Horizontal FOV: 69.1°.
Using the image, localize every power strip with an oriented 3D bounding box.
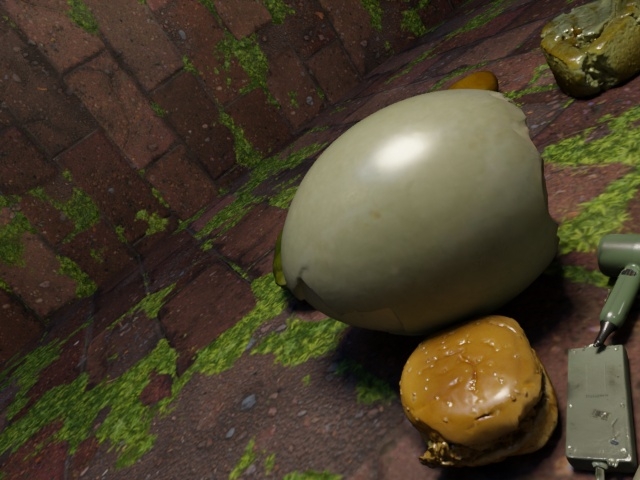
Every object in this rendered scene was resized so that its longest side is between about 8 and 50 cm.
[{"bbox_3d":[0.236,0.144,0.395,0.050,0.019,0.136,-16,28,37],"label":"power strip"}]

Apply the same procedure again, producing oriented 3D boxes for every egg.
[{"bbox_3d":[0.108,-0.020,0.576,0.336,0.278,0.278,-25,24,21],"label":"egg"}]

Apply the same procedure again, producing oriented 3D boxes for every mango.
[{"bbox_3d":[0.371,-0.357,1.144,0.136,0.099,0.227,-25,14,43],"label":"mango"}]

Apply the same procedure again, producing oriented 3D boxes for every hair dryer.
[{"bbox_3d":[0.298,0.048,0.455,0.150,0.047,0.071,-44,24,-27],"label":"hair dryer"}]

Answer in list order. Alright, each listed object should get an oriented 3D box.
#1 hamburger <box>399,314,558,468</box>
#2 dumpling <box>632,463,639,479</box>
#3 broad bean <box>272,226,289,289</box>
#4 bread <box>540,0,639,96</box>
[{"bbox_3d":[0.146,0.143,0.449,0.138,0.083,0.147,-30,19,25],"label":"hamburger"},{"bbox_3d":[0.256,0.152,0.209,0.193,0.147,0.258,28,54,32],"label":"dumpling"},{"bbox_3d":[0.000,0.001,0.915,0.238,0.119,0.291,-40,17,15],"label":"broad bean"},{"bbox_3d":[0.538,-0.383,0.903,0.185,0.124,0.257,-19,28,35],"label":"bread"}]
